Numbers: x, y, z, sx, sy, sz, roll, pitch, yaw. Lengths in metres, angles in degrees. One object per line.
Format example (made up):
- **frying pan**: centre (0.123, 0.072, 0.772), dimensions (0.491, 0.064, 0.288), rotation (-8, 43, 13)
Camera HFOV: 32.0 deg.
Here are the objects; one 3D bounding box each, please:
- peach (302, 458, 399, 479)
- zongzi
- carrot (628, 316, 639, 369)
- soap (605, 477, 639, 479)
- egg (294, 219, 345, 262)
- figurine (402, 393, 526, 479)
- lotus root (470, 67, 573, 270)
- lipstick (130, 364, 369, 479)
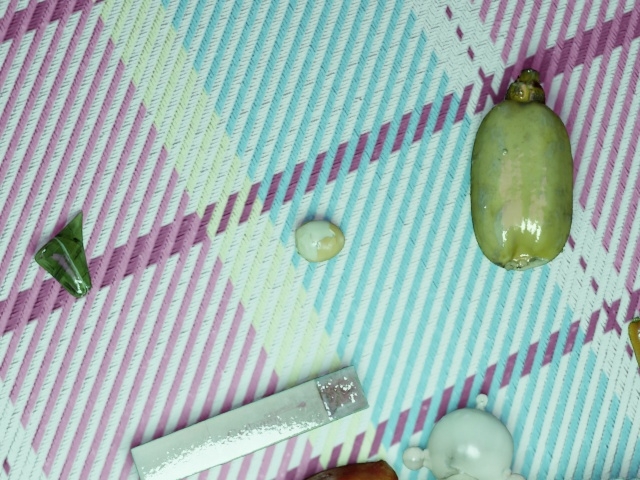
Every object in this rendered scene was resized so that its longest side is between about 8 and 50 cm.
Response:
- **peach**: centre (0.024, 0.492, 1.672), dimensions (0.257, 0.201, 0.362), rotation (31, 77, 0)
- **zongzi**: centre (-0.386, 0.024, 1.793), dimensions (0.104, 0.052, 0.113), rotation (45, 64, -5)
- **carrot**: centre (0.568, 0.247, 1.871), dimensions (0.043, 0.043, 0.248), rotation (-15, 83, -10)
- **soap**: centre (0.412, 0.462, 1.703), dimensions (0.289, 0.095, 0.173), rotation (-16, 70, 25)
- **egg**: centre (0.000, 0.000, 1.831), dimensions (0.083, 0.071, 0.071), rotation (-11, 81, -12)
- **figurine**: centre (0.217, 0.354, 1.736), dimensions (0.144, 0.182, 0.257), rotation (59, 31, -29)
- **lotus root**: centre (0.334, -0.116, 1.857), dimensions (0.169, 0.151, 0.343), rotation (1, 78, 6)
- **lipstick**: centre (-0.110, 0.296, 1.755), dimensions (0.371, 0.080, 0.076), rotation (-20, 83, -11)
